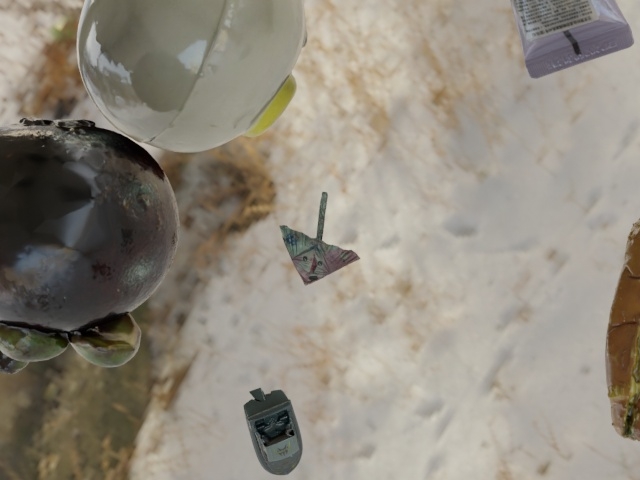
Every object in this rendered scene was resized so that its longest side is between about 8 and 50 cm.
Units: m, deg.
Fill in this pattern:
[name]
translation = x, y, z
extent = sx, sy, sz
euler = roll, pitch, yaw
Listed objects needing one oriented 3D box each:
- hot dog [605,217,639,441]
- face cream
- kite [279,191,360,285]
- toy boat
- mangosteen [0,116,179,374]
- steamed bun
[hot dog]
translation = 0.376, 0.098, 1.653
extent = 0.072, 0.115, 0.269
euler = 80, -165, -86
[face cream]
translation = 0.292, -0.356, 1.898
extent = 0.154, 0.274, 0.096
euler = -16, 8, 32
[kite]
translation = 0.000, 0.000, 2.238
extent = 0.005, 0.137, 0.152
euler = -32, 38, 67
[toy boat]
translation = -0.049, 0.224, 1.659
extent = 0.055, 0.141, 0.060
euler = -22, 51, -8
[mangosteen]
translation = -0.335, -0.002, 1.868
extent = 0.330, 0.330, 0.330
euler = -31, 41, 32
[steamed bun]
translation = -0.183, -0.293, 2.080
extent = 0.374, 0.334, 0.334
euler = -32, 38, 54
